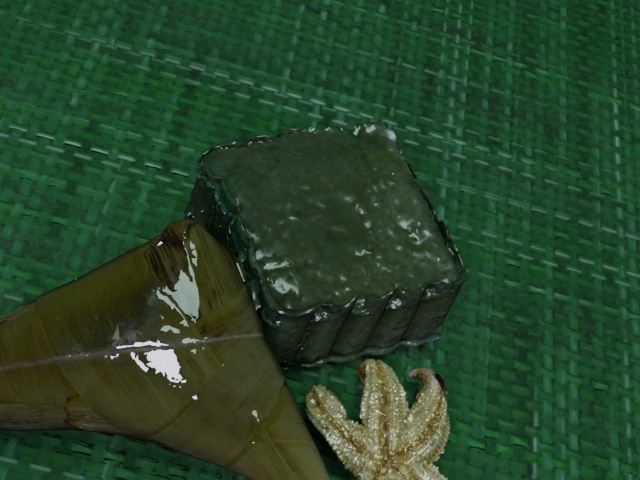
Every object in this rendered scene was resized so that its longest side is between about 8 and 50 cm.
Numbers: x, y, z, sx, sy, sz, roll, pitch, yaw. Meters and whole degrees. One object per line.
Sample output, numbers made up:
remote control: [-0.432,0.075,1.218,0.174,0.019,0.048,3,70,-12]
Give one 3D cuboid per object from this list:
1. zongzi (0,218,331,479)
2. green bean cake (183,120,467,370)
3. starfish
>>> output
zongzi: [-0.157,0.166,0.996,0.273,0.145,0.300,-26,80,1]
green bean cake: [0.000,0.000,1.180,0.241,0.132,0.255,-13,56,-22]
starfish: [0.076,0.222,1.085,0.215,0.071,0.238,17,58,2]
